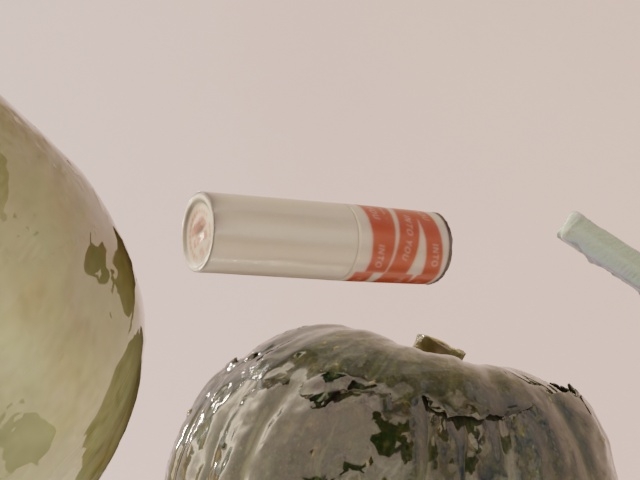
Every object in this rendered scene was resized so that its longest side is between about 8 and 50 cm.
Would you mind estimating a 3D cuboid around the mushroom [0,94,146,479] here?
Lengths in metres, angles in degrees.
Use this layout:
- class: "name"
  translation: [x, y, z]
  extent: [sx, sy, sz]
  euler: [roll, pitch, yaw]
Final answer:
- class: "mushroom"
  translation: [-0.239, 0.015, 0.458]
  extent: [0.352, 0.352, 0.260]
  euler: [-15, -142, 35]

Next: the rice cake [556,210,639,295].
- class: "rice cake"
  translation: [0.296, 0.035, 1.105]
  extent: [0.180, 0.030, 0.042]
  euler: [37, -84, 28]

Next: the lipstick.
- class: "lipstick"
  translation: [0.000, 0.000, 0.578]
  extent: [0.038, 0.131, 0.038]
  euler: [-13, -105, 59]

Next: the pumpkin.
- class: "pumpkin"
  translation: [0.056, 0.196, 0.882]
  extent: [0.291, 0.328, 0.257]
  euler: [0, -104, 58]
